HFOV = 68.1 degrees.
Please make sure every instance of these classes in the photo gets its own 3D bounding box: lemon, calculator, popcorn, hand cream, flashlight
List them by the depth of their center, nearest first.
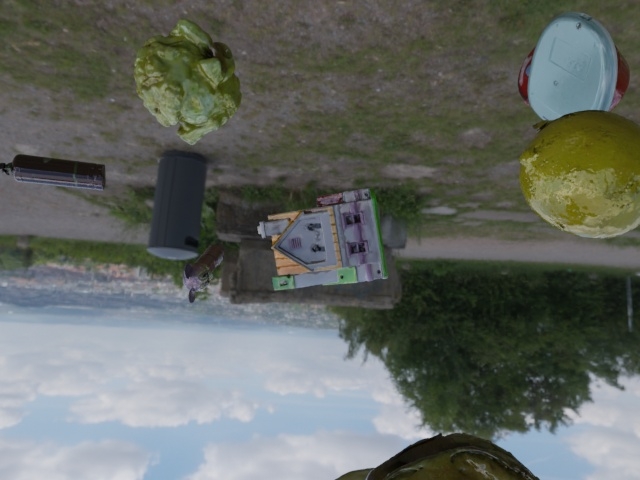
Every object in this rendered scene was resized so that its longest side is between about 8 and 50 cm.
[{"bbox_3d":[-0.142,0.032,0.590,0.031,0.052,0.110,1,-157,8],"label":"flashlight"},{"bbox_3d":[0.379,-0.089,0.662,0.206,0.173,0.173,30,175,12],"label":"lemon"},{"bbox_3d":[0.478,-0.296,0.917,0.042,0.184,0.295,-31,144,-6],"label":"calculator"},{"bbox_3d":[-0.295,-0.351,1.075,0.256,0.254,0.195,6,-162,-46],"label":"popcorn"},{"bbox_3d":[0.633,-0.406,1.188,0.149,0.230,0.230,25,159,-34],"label":"hand cream"}]

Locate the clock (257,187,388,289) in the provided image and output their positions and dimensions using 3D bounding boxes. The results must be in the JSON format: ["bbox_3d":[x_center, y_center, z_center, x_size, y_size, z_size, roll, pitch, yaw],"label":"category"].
[{"bbox_3d":[0.000,0.000,1.241,0.310,0.235,0.166,-9,-176,-1],"label":"clock"}]

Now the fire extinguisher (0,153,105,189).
[{"bbox_3d":[-0.428,-0.112,0.753,0.157,0.045,0.078,4,-159,-18],"label":"fire extinguisher"}]

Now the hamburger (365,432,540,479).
[{"bbox_3d":[0.182,0.401,0.611,0.266,0.285,0.134,-25,143,-9],"label":"hamburger"}]

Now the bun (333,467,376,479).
[{"bbox_3d":[0.137,0.689,1.009,0.364,0.364,0.202,-5,150,36],"label":"bun"}]
